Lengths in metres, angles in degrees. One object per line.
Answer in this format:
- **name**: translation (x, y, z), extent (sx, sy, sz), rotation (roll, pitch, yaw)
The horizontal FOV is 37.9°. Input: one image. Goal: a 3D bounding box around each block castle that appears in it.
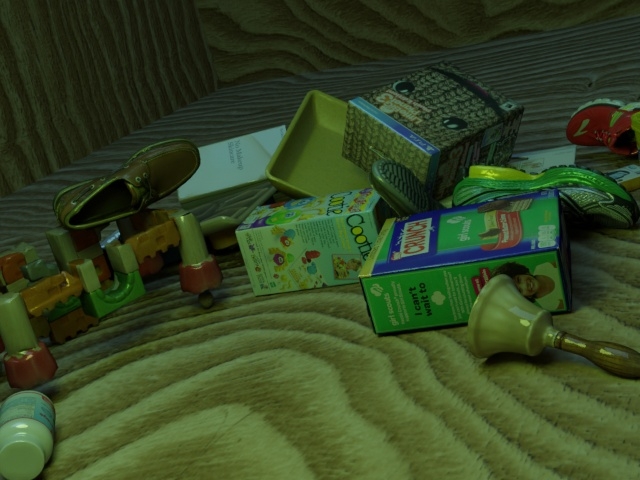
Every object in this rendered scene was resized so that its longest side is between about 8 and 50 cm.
- **block castle**: translation (-0.442, 0.104, 1.764), extent (0.453, 0.213, 0.303), rotation (-30, 25, -36)

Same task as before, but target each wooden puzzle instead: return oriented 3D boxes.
- **wooden puzzle**: translation (-0.254, -0.034, 2.172), extent (0.322, 0.080, 0.348), rotation (-16, 11, 26)

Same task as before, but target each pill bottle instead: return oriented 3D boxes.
- **pill bottle**: translation (-0.445, 0.295, 1.402), extent (0.087, 0.087, 0.160), rotation (-18, 19, -9)

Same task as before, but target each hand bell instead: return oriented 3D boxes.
- **hand bell**: translation (0.333, 0.139, 1.258), extent (0.242, 0.126, 0.126), rotation (19, 37, 38)

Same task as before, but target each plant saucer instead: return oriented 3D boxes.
- **plant saucer**: translation (0.073, -0.148, 1.998), extent (0.333, 0.081, 0.333), rotation (23, 45, 1)

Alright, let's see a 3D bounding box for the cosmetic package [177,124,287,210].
- **cosmetic package**: translation (-0.216, -0.176, 2.436), extent (0.309, 0.113, 0.160), rotation (-16, 60, 4)

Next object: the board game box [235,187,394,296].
- **board game box**: translation (0.000, 0.000, 1.809), extent (0.275, 0.144, 0.142), rotation (-8, 20, 19)

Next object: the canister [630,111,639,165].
- **canister**: translation (0.620, -0.143, 1.685), extent (0.073, 0.170, 0.126), rotation (-15, 18, 3)

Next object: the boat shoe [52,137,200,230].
- **boat shoe**: translation (-0.359, -0.096, 1.798), extent (0.307, 0.111, 0.104), rotation (-30, 27, -14)

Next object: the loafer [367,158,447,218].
- **loafer**: translation (0.166, -0.052, 1.742), extent (0.087, 0.251, 0.094), rotation (-31, 34, 31)

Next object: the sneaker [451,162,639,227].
- **sneaker**: translation (0.406, -0.047, 1.707), extent (0.343, 0.134, 0.146), rotation (3, 61, 27)

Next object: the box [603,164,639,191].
- **box**: translation (0.599, -0.119, 1.859), extent (0.136, 0.028, 0.081), rotation (-19, 19, -6)

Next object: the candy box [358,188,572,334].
- **candy box**: translation (0.247, 0.032, 1.553), extent (0.317, 0.122, 0.268), rotation (-11, 19, 18)

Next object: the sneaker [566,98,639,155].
- **sneaker**: translation (0.631, -0.233, 1.987), extent (0.279, 0.107, 0.118), rotation (2, 42, 52)

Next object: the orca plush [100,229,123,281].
- **orca plush**: translation (-0.473, 0.097, 1.978), extent (0.102, 0.151, 0.287), rotation (37, 56, 13)

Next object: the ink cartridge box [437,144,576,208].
- **ink cartridge box**: translation (0.387, -0.111, 1.942), extent (0.296, 0.066, 0.261), rotation (-8, 19, 21)

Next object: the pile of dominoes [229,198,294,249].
- **pile of dominoes**: translation (-0.086, -0.053, 2.180), extent (0.196, 0.040, 0.251), rotation (-29, 9, 32)

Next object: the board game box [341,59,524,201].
- **board game box**: translation (0.231, -0.225, 1.929), extent (0.291, 0.141, 0.232), rotation (-29, 52, -33)
